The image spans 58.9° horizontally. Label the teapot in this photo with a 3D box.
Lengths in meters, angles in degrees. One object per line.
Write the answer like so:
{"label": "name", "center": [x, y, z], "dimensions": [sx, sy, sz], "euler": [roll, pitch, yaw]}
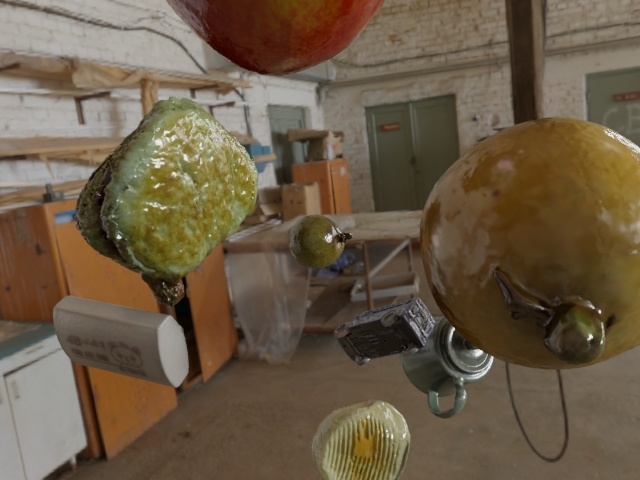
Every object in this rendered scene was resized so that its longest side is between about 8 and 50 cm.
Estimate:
{"label": "teapot", "center": [0.250, 0.209, 1.044], "dimensions": [0.162, 0.239, 0.149], "euler": [27, -28, -13]}

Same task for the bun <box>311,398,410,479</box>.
{"label": "bun", "center": [0.099, 0.501, 1.364], "dimensions": [0.244, 0.243, 0.153], "euler": [-6, 3, 2]}

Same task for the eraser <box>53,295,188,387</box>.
{"label": "eraser", "center": [-0.429, 0.216, 1.223], "dimensions": [0.270, 0.174, 0.094], "euler": [8, 35, 19]}

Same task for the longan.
{"label": "longan", "center": [0.000, 0.000, 1.480], "dimensions": [0.176, 0.145, 0.154], "euler": [-13, 22, 22]}

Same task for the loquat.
{"label": "loquat", "center": [0.286, 0.018, 0.704], "dimensions": [0.329, 0.328, 0.359], "euler": [-4, 28, 14]}

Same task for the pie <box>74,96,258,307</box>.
{"label": "pie", "center": [-0.317, -0.110, 1.250], "dimensions": [0.180, 0.395, 0.418], "euler": [20, 64, 30]}

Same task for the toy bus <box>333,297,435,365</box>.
{"label": "toy bus", "center": [0.102, 0.148, 0.926], "dimensions": [0.167, 0.073, 0.076], "euler": [-24, 15, 47]}

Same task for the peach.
{"label": "peach", "center": [-0.049, -0.395, 0.704], "dimensions": [0.370, 0.369, 0.370], "euler": [-6, 9, 1]}
